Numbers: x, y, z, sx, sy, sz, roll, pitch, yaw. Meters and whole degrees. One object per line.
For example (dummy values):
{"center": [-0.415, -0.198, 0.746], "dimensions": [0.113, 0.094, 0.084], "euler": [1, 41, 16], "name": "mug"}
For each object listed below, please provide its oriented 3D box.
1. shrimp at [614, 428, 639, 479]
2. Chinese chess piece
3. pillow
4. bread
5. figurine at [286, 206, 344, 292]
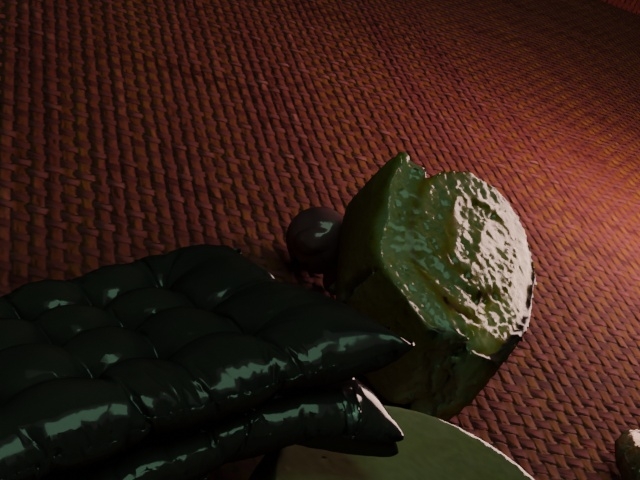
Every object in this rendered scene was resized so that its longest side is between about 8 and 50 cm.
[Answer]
{"center": [0.336, 0.253, 0.988], "dimensions": [0.126, 0.047, 0.223], "euler": [27, 25, -21], "name": "shrimp"}
{"center": [0.060, 0.223, 0.739], "dimensions": [0.250, 0.101, 0.250], "euler": [19, 28, -11], "name": "Chinese chess piece"}
{"center": [-0.131, 0.093, 0.698], "dimensions": [0.326, 0.101, 0.228], "euler": [-12, 24, -34], "name": "pillow"}
{"center": [0.097, 0.045, 1.016], "dimensions": [0.186, 0.124, 0.257], "euler": [33, 40, -16], "name": "bread"}
{"center": [0.000, 0.000, 1.095], "dimensions": [0.071, 0.067, 0.083], "euler": [41, 8, -17], "name": "figurine"}
